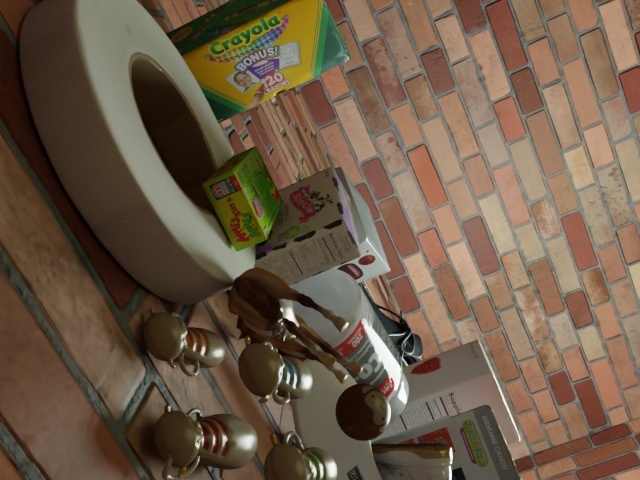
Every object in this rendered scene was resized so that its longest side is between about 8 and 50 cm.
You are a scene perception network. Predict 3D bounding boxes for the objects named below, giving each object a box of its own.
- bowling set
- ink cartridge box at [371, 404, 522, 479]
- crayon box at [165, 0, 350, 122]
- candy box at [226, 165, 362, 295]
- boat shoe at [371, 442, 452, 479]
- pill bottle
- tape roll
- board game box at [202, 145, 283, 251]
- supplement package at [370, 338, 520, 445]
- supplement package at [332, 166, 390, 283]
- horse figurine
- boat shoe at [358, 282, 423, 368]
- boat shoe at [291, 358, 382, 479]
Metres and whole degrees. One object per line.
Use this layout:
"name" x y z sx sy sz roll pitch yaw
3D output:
"bowling set" -0.048 0.163 0.602 0.287 0.199 0.154 67 10 24
"ink cartridge box" 0.226 0.474 1.109 0.130 0.271 0.310 46 23 -64
"crayon box" -0.108 -0.335 1.124 0.165 0.278 0.081 53 16 -53
"candy box" -0.049 -0.010 0.951 0.165 0.196 0.070 -98 162 -58
"boat shoe" 0.103 0.360 0.987 0.277 0.098 0.096 145 -56 -63
"pill bottle" 0.043 0.193 1.084 0.161 0.161 0.283 -102 165 -48
"tape roll" -0.196 -0.115 0.772 0.392 0.072 0.392 -23 90 -80
"board game box" -0.096 -0.060 0.847 0.181 0.043 0.092 -79 145 -72
"supplement package" 0.254 0.372 1.424 0.177 0.292 0.175 -75 141 -75
"supplement package" 0.000 0.000 1.193 0.203 0.194 0.149 44 25 -65
"horse figurine" -0.044 0.094 0.738 0.174 0.066 0.263 28 -16 20
"boat shoe" 0.181 0.268 1.688 0.500 0.156 0.187 63 13 -18
"boat shoe" 0.021 0.303 0.914 0.102 0.108 0.301 -8 -73 59
